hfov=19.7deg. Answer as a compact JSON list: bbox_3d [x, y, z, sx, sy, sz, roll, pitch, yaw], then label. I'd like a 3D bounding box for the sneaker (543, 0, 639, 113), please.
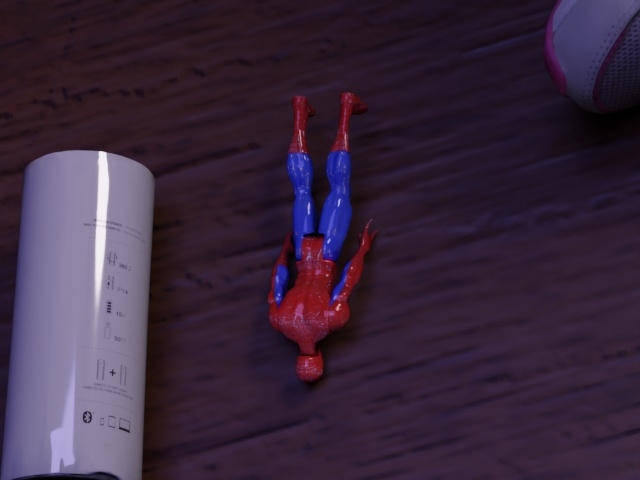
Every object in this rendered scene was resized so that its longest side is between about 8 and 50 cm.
[{"bbox_3d":[0.210,-0.091,0.688,0.252,0.103,0.111,-18,63,5],"label":"sneaker"}]

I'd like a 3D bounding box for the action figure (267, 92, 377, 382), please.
[{"bbox_3d":[0.000,0.000,0.737,0.038,0.030,0.115,0,72,18],"label":"action figure"}]

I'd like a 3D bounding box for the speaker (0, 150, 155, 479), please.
[{"bbox_3d":[-0.094,0.034,0.728,0.055,0.055,0.136,-4,67,10],"label":"speaker"}]
